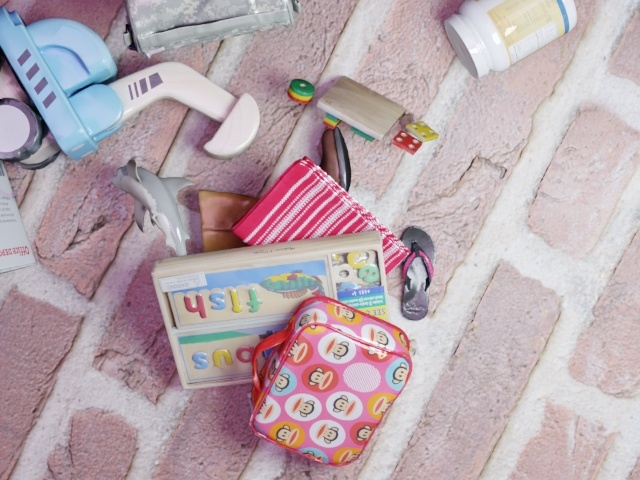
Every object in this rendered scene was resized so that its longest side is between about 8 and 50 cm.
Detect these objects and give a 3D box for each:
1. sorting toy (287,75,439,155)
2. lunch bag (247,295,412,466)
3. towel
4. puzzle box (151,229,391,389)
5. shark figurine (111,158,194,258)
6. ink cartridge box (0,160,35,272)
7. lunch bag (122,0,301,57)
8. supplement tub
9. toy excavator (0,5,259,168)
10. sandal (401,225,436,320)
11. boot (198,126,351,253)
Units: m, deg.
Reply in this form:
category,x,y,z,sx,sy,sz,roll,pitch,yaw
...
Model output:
category,x,y,z,sx,sy,sz,roll,pitch,yaw
sorting toy,0.078,-0.225,1.633,0.275,0.132,0.046,29,128,7
lunch bag,-0.003,0.248,1.592,0.258,0.120,0.293,23,117,-13
towel,0.000,0.000,1.603,0.275,0.031,0.199,41,110,-16
puzzle box,-0.078,0.133,1.624,0.409,0.052,0.272,-8,121,3
shark figurine,-0.269,-0.058,1.625,0.116,0.166,0.278,-26,73,-31
ink cartridge box,-0.643,-0.064,1.625,0.117,0.201,0.278,-18,92,4
lunch bag,-0.198,-0.458,1.550,0.305,0.212,0.256,-10,62,2
supplement tub,0.336,-0.391,1.597,0.200,0.144,0.144,-30,91,4
toy excavator,-0.388,-0.268,1.618,0.445,0.222,0.432,-31,92,-5
sandal,0.182,0.062,1.674,0.067,0.040,0.179,1,92,3
boot,-0.084,-0.081,1.669,0.281,0.096,0.264,2,105,8
